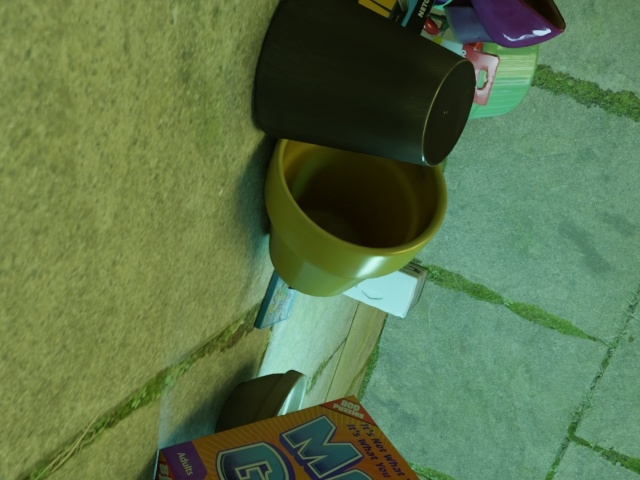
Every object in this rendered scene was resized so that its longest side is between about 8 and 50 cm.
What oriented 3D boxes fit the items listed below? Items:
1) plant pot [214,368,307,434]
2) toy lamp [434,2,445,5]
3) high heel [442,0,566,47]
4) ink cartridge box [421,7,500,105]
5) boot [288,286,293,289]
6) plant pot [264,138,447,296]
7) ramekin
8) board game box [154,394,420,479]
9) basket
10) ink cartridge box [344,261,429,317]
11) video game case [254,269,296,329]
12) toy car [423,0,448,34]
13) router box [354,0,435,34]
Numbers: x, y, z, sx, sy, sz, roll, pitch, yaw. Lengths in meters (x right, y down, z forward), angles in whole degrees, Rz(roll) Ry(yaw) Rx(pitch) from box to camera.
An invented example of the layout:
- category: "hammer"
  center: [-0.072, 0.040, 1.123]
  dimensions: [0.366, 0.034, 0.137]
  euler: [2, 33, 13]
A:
- category: "plant pot"
  center: [-0.121, 0.338, 1.306]
  dimensions: [0.237, 0.109, 0.238]
  euler: [22, 90, -78]
- category: "toy lamp"
  center: [0.216, -0.448, 1.485]
  dimensions: [0.275, 0.080, 0.080]
  euler: [98, 19, -46]
- category: "high heel"
  center: [0.219, -0.441, 0.968]
  dimensions: [0.127, 0.181, 0.377]
  euler: [-50, 127, -21]
- category: "ink cartridge box"
  center: [0.230, -0.359, 1.340]
  dimensions: [0.134, 0.231, 0.078]
  euler: [92, 24, -57]
- category: "boot"
  center: [-0.031, 0.034, 1.301]
  dimensions: [0.106, 0.037, 0.114]
  euler: [-20, 119, -84]
- category: "plant pot"
  center: [0.026, -0.034, 1.057]
  dimensions: [0.254, 0.254, 0.239]
  euler: [-59, 180, -35]
- category: "ramekin"
  center: [0.335, -0.407, 1.523]
  dimensions: [0.303, 0.148, 0.304]
  euler: [176, -90, -70]
- category: "board game box"
  center: [-0.039, 0.523, 1.083]
  dimensions: [0.356, 0.356, 0.357]
  euler: [-8, 126, -33]
- category: "basket"
  center: [0.058, -0.185, 0.852]
  dimensions: [0.154, 0.226, 0.205]
  euler: [-12, 124, -57]
- category: "ink cartridge box"
  center: [0.181, 0.109, 1.968]
  dimensions: [0.278, 0.201, 0.117]
  euler: [-12, 122, -74]
- category: "video game case"
  center: [-0.074, 0.103, 1.330]
  dimensions: [0.166, 0.015, 0.119]
  euler: [0, 111, -77]
- category: "toy car"
  center: [0.137, -0.390, 1.118]
  dimensions: [0.159, 0.136, 0.182]
  euler: [-35, 145, -67]
- category: "router box"
  center: [0.079, -0.317, 1.004]
  dimensions: [0.179, 0.133, 0.046]
  euler: [-67, -164, -7]
